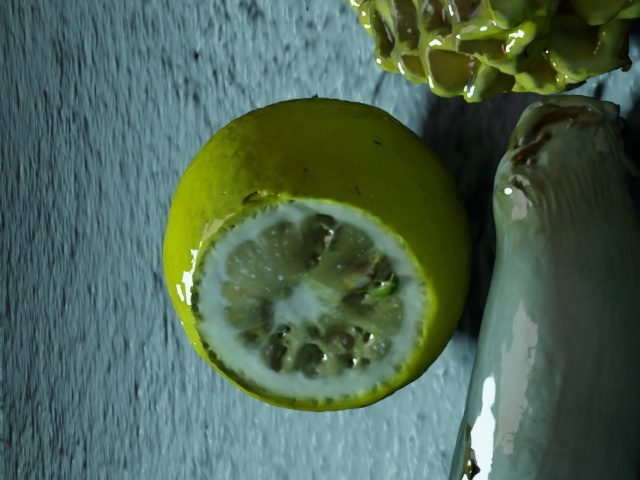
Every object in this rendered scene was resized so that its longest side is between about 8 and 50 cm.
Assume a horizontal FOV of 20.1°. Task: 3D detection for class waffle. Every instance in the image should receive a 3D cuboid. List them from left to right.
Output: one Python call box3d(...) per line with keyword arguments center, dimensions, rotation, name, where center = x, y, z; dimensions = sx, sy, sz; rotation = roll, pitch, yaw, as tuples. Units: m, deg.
box3d(center=(0.110, -0.226, 1.167), dimensions=(0.324, 0.151, 0.261), rotation=(-141, 46, -72), name="waffle")

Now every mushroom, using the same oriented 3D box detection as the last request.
box3d(center=(0.150, 0.108, 1.164), dimensions=(0.177, 0.126, 0.397), rotation=(-85, 1, -73), name="mushroom")

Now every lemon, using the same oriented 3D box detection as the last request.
box3d(center=(0.000, 0.000, 1.397), dimensions=(0.219, 0.240, 0.240), rotation=(-82, 1, -63), name="lemon")

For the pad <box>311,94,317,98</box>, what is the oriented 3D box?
box3d(center=(0.004, 0.006, 1.683), dimensions=(0.163, 0.004, 0.243), rotation=(113, 148, -48), name="pad")
